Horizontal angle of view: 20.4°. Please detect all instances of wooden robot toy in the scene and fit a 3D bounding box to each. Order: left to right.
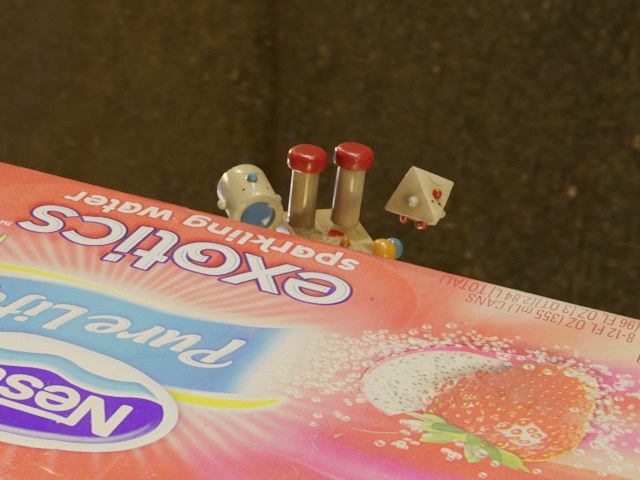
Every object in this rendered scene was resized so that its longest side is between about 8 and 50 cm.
[{"bbox_3d":[0.000,0.000,0.918,0.079,0.173,0.076,-119,30,-51],"label":"wooden robot toy"}]

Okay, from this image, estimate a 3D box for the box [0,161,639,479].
[{"bbox_3d":[-0.059,0.083,0.465,0.300,0.154,0.142,14,118,17],"label":"box"}]
